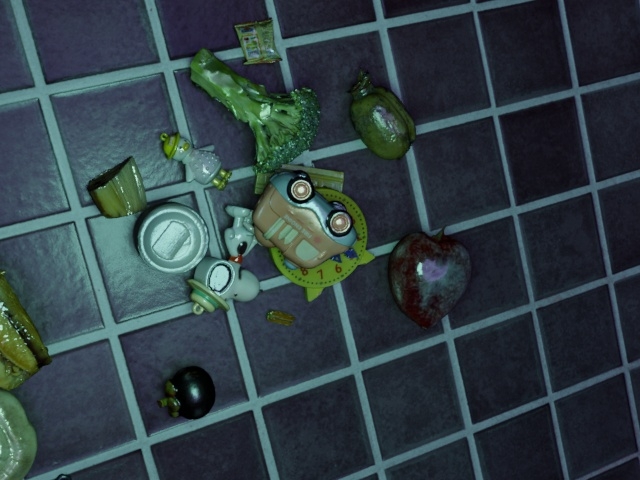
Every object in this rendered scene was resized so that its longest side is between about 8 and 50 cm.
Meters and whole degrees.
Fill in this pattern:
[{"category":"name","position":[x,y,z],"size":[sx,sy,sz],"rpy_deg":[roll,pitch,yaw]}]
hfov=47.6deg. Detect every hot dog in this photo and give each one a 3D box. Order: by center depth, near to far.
[{"category":"hot dog","position":[-0.110,0.212,1.989],"size":[0.083,0.021,0.037],"rpy_deg":[20,108,-22]}]

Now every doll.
[{"category":"doll","position":[-0.322,-0.207,1.854],"size":[0.207,0.081,0.129],"rpy_deg":[36,63,-16]},{"category":"doll","position":[-0.251,0.047,1.880],"size":[0.208,0.144,0.271],"rpy_deg":[-8,99,-37]}]

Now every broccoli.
[{"category":"broccoli","position":[-0.154,-0.367,1.859],"size":[0.252,0.221,0.361],"rpy_deg":[-35,97,5]}]

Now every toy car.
[{"category":"toy car","position":[-0.050,-0.041,1.830],"size":[0.270,0.180,0.212],"rpy_deg":[40,96,-10]}]

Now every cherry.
[{"category":"cherry","position":[0.300,0.099,2.029],"size":[0.230,0.203,0.300],"rpy_deg":[6,93,-24]}]

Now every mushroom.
[{"category":"mushroom","position":[-0.784,0.465,1.658],"size":[0.260,0.234,0.254],"rpy_deg":[12,86,-19]}]

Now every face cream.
[{"category":"face cream","position":[-0.374,-0.008,1.811],"size":[0.177,0.153,0.177],"rpy_deg":[-1,94,-18]}]

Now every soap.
[{"category":"soap","position":[-0.056,-0.157,1.973],"size":[0.252,0.037,0.092],"rpy_deg":[6,93,-20]}]

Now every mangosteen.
[{"category":"mangosteen","position":[-0.345,0.397,1.862],"size":[0.151,0.137,0.137],"rpy_deg":[-16,99,-24]}]

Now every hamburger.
[{"category":"hamburger","position":[-0.731,0.190,1.619],"size":[0.174,0.304,0.284],"rpy_deg":[-38,105,-11]}]

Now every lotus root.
[{"category":"lotus root","position":[-0.510,-0.117,1.795],"size":[0.159,0.095,0.135],"rpy_deg":[-42,118,-54]},{"category":"lotus root","position":[0.154,-0.343,1.980],"size":[0.154,0.154,0.278],"rpy_deg":[-40,106,-12]}]

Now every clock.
[{"category":"clock","position":[0.000,0.000,1.963],"size":[0.277,0.071,0.293],"rpy_deg":[-39,111,-7]}]

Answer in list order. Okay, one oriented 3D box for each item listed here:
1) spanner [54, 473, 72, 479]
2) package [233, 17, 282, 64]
[{"category":"spanner","position":[-0.726,0.723,1.811],"size":[0.087,0.024,0.316],"rpy_deg":[40,79,-19]},{"category":"package","position":[-0.164,-0.523,1.912],"size":[0.108,0.031,0.121],"rpy_deg":[-14,93,-18]}]
